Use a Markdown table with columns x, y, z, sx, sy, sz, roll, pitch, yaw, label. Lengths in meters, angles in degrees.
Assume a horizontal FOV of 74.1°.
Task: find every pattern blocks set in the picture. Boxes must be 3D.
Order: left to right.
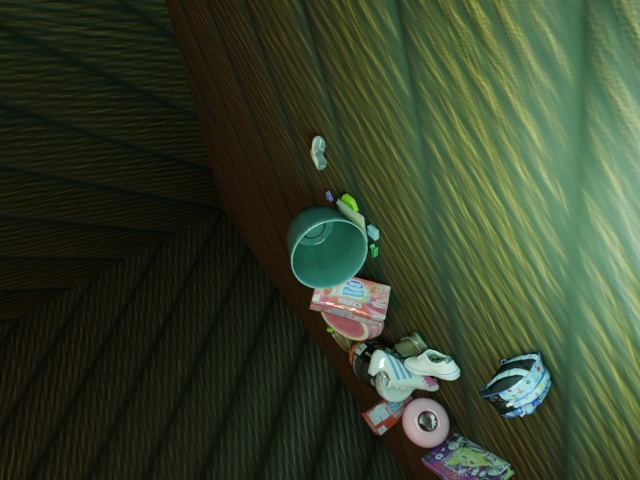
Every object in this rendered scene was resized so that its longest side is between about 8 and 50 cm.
| x | y | z | sx | sy | sz | roll | pitch | yaw | label |
| --- | --- | --- | --- | --- | --- | --- | --- | --- | --- |
| 0.121 | -0.071 | 1.667 | 0.325 | 0.026 | 0.285 | 49 | 160 | 28 | pattern blocks set |

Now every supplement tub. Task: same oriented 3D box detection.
| x | y | z | sx | sy | sz | roll | pitch | yaw | label |
| --- | --- | --- | --- | --- | --- | --- | --- | --- | --- |
| 0.288 | 0.612 | 2.043 | 0.338 | 0.207 | 0.207 | 19 | 137 | 63 | supplement tub |

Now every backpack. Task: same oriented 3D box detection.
| x | y | z | sx | sy | sz | roll | pitch | yaw | label |
| --- | --- | --- | --- | --- | --- | --- | --- | --- | --- |
| 0.530 | 0.374 | 1.112 | 0.117 | 0.158 | 0.173 | 45 | 148 | 13 | backpack |

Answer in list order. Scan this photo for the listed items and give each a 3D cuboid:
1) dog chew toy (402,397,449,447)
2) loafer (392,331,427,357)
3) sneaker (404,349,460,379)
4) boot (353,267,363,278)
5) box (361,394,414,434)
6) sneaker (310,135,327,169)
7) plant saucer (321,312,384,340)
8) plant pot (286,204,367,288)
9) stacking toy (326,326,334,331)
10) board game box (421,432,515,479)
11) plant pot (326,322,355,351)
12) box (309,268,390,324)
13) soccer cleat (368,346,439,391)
| x | y | z | sx | sy | sz | roll | pitch | yaw | label |
| --- | --- | --- | --- | --- | --- | --- | --- | --- | --- |
| 0.474 | 0.842 | 1.952 | 0.206 | 0.206 | 0.332 | 51 | 168 | 24 | dog chew toy |
| 0.366 | 0.448 | 1.758 | 0.094 | 0.087 | 0.251 | 53 | 162 | 16 | loafer |
| 0.420 | 0.463 | 1.631 | 0.258 | 0.094 | 0.091 | -12 | 100 | 54 | sneaker |
| 0.113 | 0.154 | 1.952 | 0.305 | 0.112 | 0.115 | 111 | 150 | -60 | boot |
| 0.358 | 0.880 | 2.208 | 0.128 | 0.257 | 0.122 | 54 | 160 | 13 | box |
| -0.016 | -0.331 | 1.570 | 0.061 | 0.054 | 0.152 | 51 | 162 | 31 | sneaker |
| 0.127 | 0.348 | 1.950 | 0.332 | 0.084 | 0.332 | 26 | 145 | 20 | plant saucer |
| 0.000 | 0.000 | 1.627 | 0.235 | 0.293 | 0.293 | -123 | 11 | -55 | plant pot |
| 0.094 | 0.345 | 2.125 | 0.167 | 0.221 | 0.052 | 61 | -175 | -15 | stacking toy |
| 0.591 | 0.921 | 1.735 | 0.056 | 0.208 | 0.347 | 60 | 162 | -6 | board game box |
| 0.138 | 0.514 | 2.443 | 0.237 | 0.110 | 0.237 | 50 | 161 | 24 | plant pot |
| 0.117 | 0.237 | 1.741 | 0.300 | 0.142 | 0.154 | 14 | 156 | 0 | box |
| 0.342 | 0.576 | 1.778 | 0.331 | 0.143 | 0.116 | 32 | 162 | -10 | soccer cleat |
